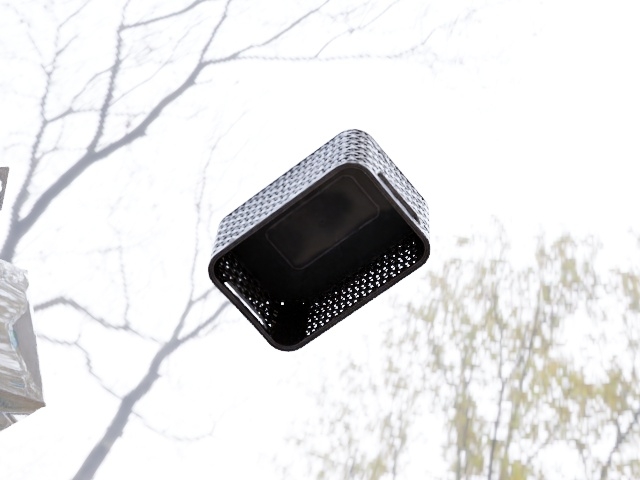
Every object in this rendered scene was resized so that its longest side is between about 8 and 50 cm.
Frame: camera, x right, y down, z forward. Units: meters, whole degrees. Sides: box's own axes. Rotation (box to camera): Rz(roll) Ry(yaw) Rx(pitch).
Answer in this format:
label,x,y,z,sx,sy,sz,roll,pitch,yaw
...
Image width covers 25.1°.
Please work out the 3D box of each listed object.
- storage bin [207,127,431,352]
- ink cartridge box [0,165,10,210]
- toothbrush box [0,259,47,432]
label,x,y,z,sx,sy,sz,roll,pitch,yaw
storage bin,0.000,0.000,1.301,0.180,0.084,0.122,-36,-71,17
ink cartridge box,-0.329,-0.051,1.308,0.083,0.028,0.048,0,-112,15
toothbrush box,-0.381,0.105,1.044,0.296,0.126,0.216,-31,-35,24
